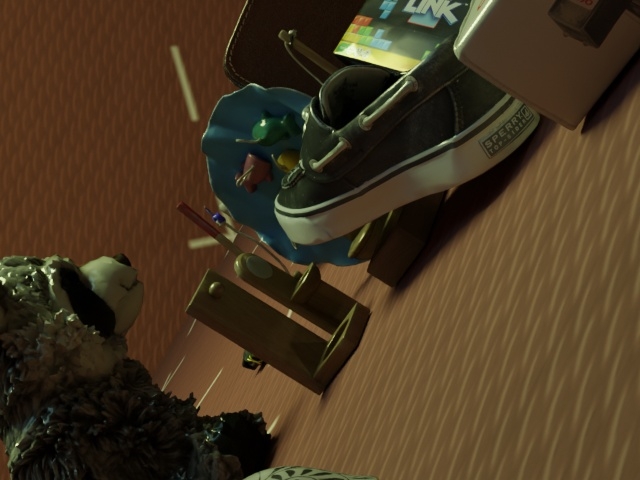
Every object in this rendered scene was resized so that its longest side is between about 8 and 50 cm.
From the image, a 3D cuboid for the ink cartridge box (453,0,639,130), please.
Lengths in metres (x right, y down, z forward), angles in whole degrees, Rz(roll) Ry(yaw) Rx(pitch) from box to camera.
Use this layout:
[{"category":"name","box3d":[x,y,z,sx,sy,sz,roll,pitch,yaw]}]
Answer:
[{"category":"ink cartridge box","box3d":[0.179,-0.194,1.113,0.218,0.092,0.158,-52,8,37]}]

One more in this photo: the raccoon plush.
[{"category":"raccoon plush","box3d":[-0.241,0.215,1.545,0.446,0.299,0.216,-62,6,-31]}]

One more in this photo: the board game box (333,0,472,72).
[{"category":"board game box","box3d":[0.107,-0.173,1.451,0.170,0.048,0.141,21,78,51]}]

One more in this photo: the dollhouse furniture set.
[{"category":"dollhouse furniture set","box3d":[0.000,0.000,1.493,0.151,0.123,0.144,-55,6,34]}]

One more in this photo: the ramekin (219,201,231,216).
[{"category":"ramekin","box3d":[0.012,-0.117,2.063,0.273,0.127,0.273,-57,6,9]}]

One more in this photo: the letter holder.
[{"category":"letter holder","box3d":[0.064,-0.217,1.655,0.301,0.214,0.152,-59,5,-3]}]

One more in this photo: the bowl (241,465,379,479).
[{"category":"bowl","box3d":[-0.044,0.186,1.068,0.170,0.080,0.170,-58,4,7]}]

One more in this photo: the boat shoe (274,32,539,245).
[{"category":"boat shoe","box3d":[0.035,-0.076,1.375,0.108,0.102,0.301,-43,10,-25]}]

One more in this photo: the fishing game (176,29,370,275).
[{"category":"fishing game","box3d":[-0.020,-0.044,1.593,0.041,0.189,0.264,-53,3,-42]}]

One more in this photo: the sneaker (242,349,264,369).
[{"category":"sneaker","box3d":[-0.061,0.112,1.986,0.083,0.031,0.035,123,163,-68]}]
